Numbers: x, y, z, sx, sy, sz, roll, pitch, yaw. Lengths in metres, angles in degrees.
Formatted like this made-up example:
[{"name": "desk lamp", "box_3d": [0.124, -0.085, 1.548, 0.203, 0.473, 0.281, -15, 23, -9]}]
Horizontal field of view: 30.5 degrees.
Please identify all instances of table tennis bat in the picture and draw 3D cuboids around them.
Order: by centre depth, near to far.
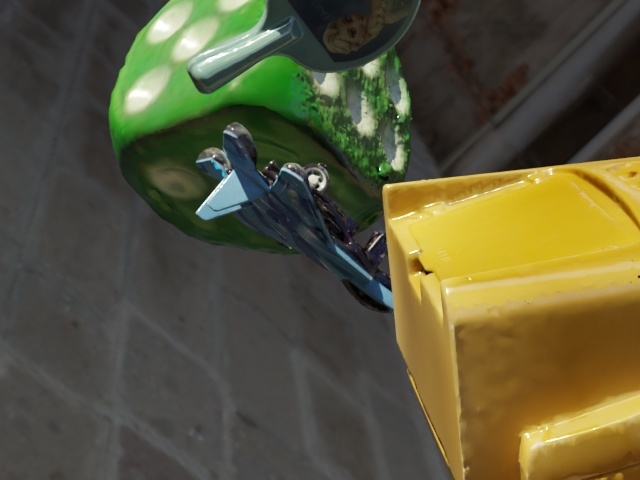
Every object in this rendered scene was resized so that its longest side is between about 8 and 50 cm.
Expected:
[{"name": "table tennis bat", "box_3d": [-0.014, -0.204, 1.068, 0.038, 0.237, 0.149, 57, -5, 50]}]

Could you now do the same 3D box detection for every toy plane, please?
[{"name": "toy plane", "box_3d": [0.004, -0.006, 1.004, 0.246, 0.078, 0.169, 30, -20, -11]}]

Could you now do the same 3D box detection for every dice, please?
[{"name": "dice", "box_3d": [-0.068, -0.167, 1.506, 0.297, 0.300, 0.287, 43, 45, -39]}]

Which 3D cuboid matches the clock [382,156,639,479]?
[{"name": "clock", "box_3d": [0.213, 0.045, 0.736, 0.244, 0.317, 0.200, -107, -177, -66]}]
